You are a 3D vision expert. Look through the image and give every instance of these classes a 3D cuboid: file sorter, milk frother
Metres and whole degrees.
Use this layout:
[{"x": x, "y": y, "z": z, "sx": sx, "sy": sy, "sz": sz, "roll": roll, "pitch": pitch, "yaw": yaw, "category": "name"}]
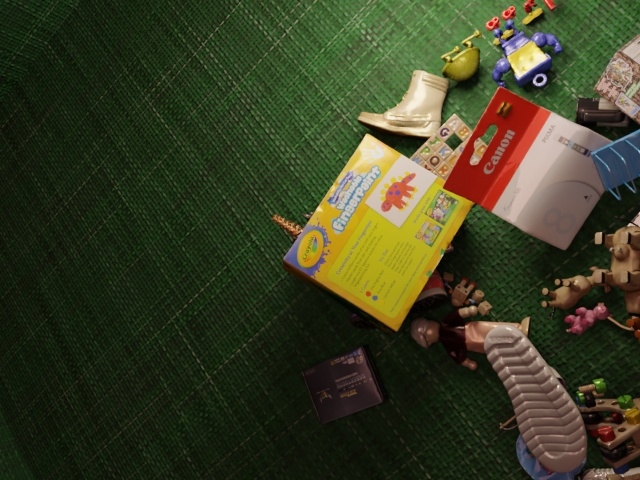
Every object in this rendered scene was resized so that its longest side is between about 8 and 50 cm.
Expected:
[{"x": 0.789, "y": -0.192, "z": 1.463, "sx": 0.170, "sy": 0.104, "sz": 0.118, "roll": -26, "pitch": 112, "yaw": 17, "category": "file sorter"}, {"x": 0.772, "y": -0.316, "z": 1.625, "sx": 0.135, "sy": 0.129, "sz": 0.143, "roll": 7, "pitch": 132, "yaw": 24, "category": "milk frother"}]

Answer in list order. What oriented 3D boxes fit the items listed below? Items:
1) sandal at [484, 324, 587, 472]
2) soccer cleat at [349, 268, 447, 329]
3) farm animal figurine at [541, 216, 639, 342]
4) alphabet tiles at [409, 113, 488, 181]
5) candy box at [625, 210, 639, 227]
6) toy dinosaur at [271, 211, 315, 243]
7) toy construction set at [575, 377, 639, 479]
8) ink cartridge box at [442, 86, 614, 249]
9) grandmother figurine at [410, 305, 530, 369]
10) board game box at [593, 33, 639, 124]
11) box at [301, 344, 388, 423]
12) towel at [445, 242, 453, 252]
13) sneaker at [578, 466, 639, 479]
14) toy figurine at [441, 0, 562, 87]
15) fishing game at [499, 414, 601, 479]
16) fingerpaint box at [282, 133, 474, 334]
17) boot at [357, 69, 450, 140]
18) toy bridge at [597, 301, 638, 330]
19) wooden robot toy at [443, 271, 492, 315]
[{"x": 0.591, "y": 0.410, "z": 1.586, "sx": 0.169, "sy": 0.102, "sz": 0.416, "roll": -28, "pitch": 83, "yaw": 33, "category": "sandal"}, {"x": 0.232, "y": 0.183, "z": 1.818, "sx": 0.318, "sy": 0.108, "sz": 0.116, "roll": -24, "pitch": 53, "yaw": 24, "category": "soccer cleat"}, {"x": 0.767, "y": 0.106, "z": 1.511, "sx": 0.330, "sy": 0.172, "sz": 0.326, "roll": 26, "pitch": 107, "yaw": 56, "category": "farm animal figurine"}, {"x": 0.414, "y": -0.226, "z": 1.773, "sx": 0.237, "sy": 0.009, "sz": 0.198, "roll": 45, "pitch": 104, "yaw": 4, "category": "alphabet tiles"}, {"x": 0.916, "y": -0.035, "z": 1.544, "sx": 0.165, "sy": 0.070, "sz": 0.196, "roll": 42, "pitch": 102, "yaw": 20, "category": "candy box"}, {"x": 0.000, "y": 0.000, "z": 1.849, "sx": 0.164, "sy": 0.218, "sz": 0.322, "roll": -36, "pitch": 115, "yaw": 1, "category": "toy dinosaur"}, {"x": 0.800, "y": 0.485, "z": 1.460, "sx": 0.237, "sy": 0.257, "sz": 0.309, "roll": -18, "pitch": 69, "yaw": 11, "category": "toy construction set"}, {"x": 0.567, "y": -0.184, "z": 1.560, "sx": 0.385, "sy": 0.091, "sz": 0.308, "roll": 22, "pitch": 109, "yaw": -15, "category": "ink cartridge box"}, {"x": 0.429, "y": 0.281, "z": 1.718, "sx": 0.342, "sy": 0.104, "sz": 0.207, "roll": 3, "pitch": 102, "yaw": 26, "category": "grandmother figurine"}, {"x": 0.902, "y": -0.399, "z": 1.489, "sx": 0.232, "sy": 0.141, "sz": 0.291, "roll": -37, "pitch": 69, "yaw": -16, "category": "board game box"}, {"x": 0.075, "y": 0.457, "z": 1.875, "sx": 0.233, "sy": 0.059, "sz": 0.183, "roll": -25, "pitch": 78, "yaw": 20, "category": "box"}, {"x": 0.317, "y": -0.038, "z": 1.828, "sx": 0.144, "sy": 0.029, "sz": 0.197, "roll": -20, "pitch": 80, "yaw": 19, "category": "towel"}, {"x": 0.755, "y": 0.642, "z": 1.558, "sx": 0.235, "sy": 0.090, "sz": 0.095, "roll": -33, "pitch": 65, "yaw": 16, "category": "sneaker"}, {"x": 0.551, "y": -0.516, "z": 1.678, "sx": 0.362, "sy": 0.191, "sz": 0.217, "roll": -34, "pitch": 81, "yaw": 13, "category": "toy figurine"}, {"x": 0.627, "y": 0.573, "z": 1.609, "sx": 0.189, "sy": 0.041, "sz": 0.264, "roll": -41, "pitch": 56, "yaw": 17, "category": "fishing game"}, {"x": 0.163, "y": -0.015, "z": 1.696, "sx": 0.371, "sy": 0.163, "sz": 0.445, "roll": 32, "pitch": 78, "yaw": 4, "category": "fingerpaint box"}, {"x": 0.259, "y": -0.429, "z": 1.839, "sx": 0.262, "sy": 0.095, "sz": 0.203, "roll": 13, "pitch": 93, "yaw": 17, "category": "boot"}, {"x": 0.843, "y": 0.210, "z": 1.581, "sx": 0.188, "sy": 0.026, "sz": 0.063, "roll": 7, "pitch": 89, "yaw": 24, "category": "toy bridge"}, {"x": 0.426, "y": 0.168, "z": 1.757, "sx": 0.173, "sy": 0.076, "sz": 0.079, "roll": 36, "pitch": 135, "yaw": 21, "category": "wooden robot toy"}]
